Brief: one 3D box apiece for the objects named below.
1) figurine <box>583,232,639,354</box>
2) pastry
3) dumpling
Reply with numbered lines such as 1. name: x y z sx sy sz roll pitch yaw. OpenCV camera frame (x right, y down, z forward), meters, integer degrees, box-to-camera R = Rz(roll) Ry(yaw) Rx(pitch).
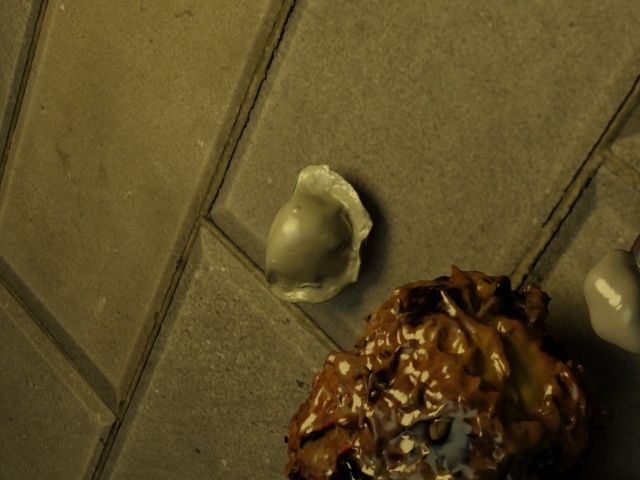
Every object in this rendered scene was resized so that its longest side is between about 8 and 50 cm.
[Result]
1. figurine: 0.426 0.005 0.822 0.218 0.206 0.365 50 128 0
2. pastry: 0.123 0.245 1.068 0.405 0.292 0.337 -55 45 39
3. dumpling: 0.000 0.000 1.264 0.127 0.108 0.188 24 105 6
